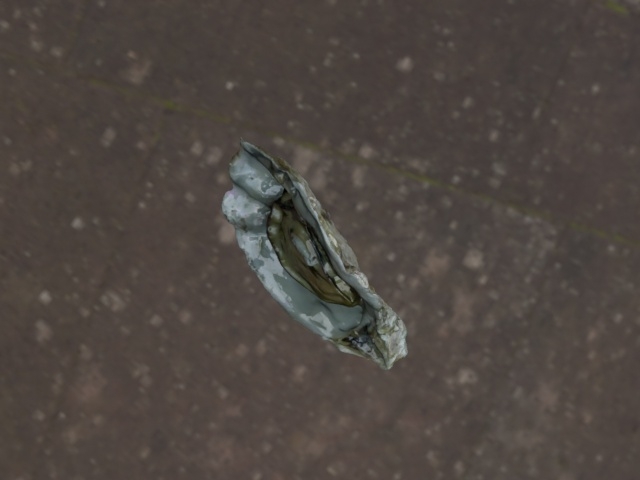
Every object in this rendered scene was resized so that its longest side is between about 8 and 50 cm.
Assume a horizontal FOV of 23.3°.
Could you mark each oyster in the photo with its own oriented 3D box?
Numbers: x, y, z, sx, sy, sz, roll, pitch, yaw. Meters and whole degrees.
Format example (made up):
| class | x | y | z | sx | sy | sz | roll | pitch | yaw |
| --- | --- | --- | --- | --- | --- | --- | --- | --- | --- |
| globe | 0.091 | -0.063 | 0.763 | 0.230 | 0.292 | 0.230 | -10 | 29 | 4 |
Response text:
| class | x | y | z | sx | sy | sz | roll | pitch | yaw |
| --- | --- | --- | --- | --- | --- | --- | --- | --- | --- |
| oyster | 0.000 | 0.001 | 0.693 | 0.037 | 0.098 | 0.100 | -39 | 148 | -25 |
